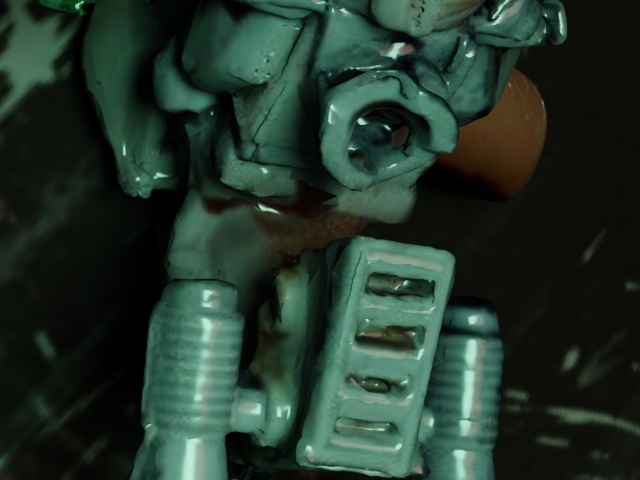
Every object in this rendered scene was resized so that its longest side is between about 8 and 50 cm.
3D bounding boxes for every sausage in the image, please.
[{"bbox_3d":[0.048,-0.051,0.738,0.094,0.059,0.054,21,81,-40],"label":"sausage"}]

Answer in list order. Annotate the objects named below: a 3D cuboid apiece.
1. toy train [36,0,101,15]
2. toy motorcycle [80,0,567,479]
[{"bbox_3d":[-0.104,-0.134,0.559,0.070,0.172,0.099,76,34,-67],"label":"toy train"},{"bbox_3d":[0.000,0.000,0.600,0.134,0.207,0.401,9,82,-24],"label":"toy motorcycle"}]
